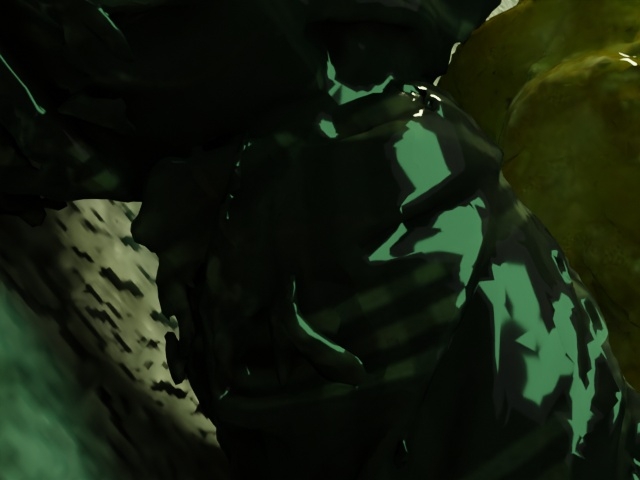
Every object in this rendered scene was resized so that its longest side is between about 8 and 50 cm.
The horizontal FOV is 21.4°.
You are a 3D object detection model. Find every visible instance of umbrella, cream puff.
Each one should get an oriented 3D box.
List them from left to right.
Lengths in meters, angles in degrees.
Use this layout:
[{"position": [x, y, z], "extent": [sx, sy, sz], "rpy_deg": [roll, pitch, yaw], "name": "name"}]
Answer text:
[{"position": [0.003, -0.005, 0.403], "extent": [0.336, 0.128, 0.154], "rpy_deg": [58, 32, -8], "name": "umbrella"}, {"position": [0.148, -0.016, 0.658], "extent": [0.244, 0.196, 0.244], "rpy_deg": [44, 21, -22], "name": "cream puff"}]
